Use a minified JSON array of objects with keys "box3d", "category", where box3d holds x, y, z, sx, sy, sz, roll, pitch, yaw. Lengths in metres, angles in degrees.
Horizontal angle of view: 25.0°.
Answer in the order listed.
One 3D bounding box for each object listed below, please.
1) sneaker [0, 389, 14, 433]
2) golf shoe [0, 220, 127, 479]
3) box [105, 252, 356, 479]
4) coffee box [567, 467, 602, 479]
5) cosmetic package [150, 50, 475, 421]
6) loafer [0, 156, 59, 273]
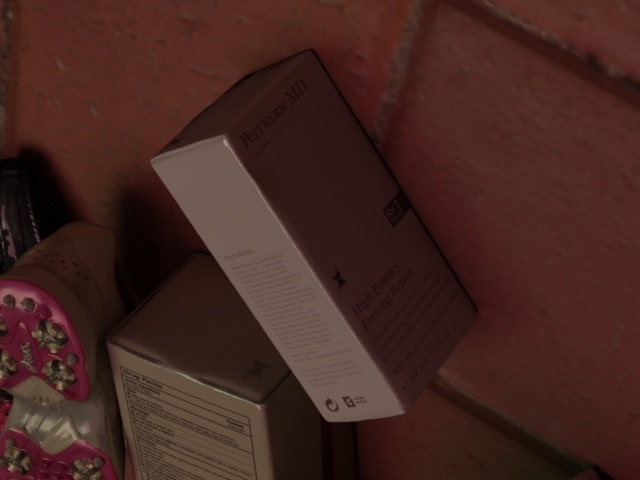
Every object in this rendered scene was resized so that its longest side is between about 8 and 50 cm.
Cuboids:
[{"box3d":[-0.278,0.157,1.397,0.170,0.075,0.063,23,122,-11],"category":"sneaker"},{"box3d":[-0.198,0.118,1.179,0.115,0.140,0.306,15,133,11],"category":"golf shoe"},{"box3d":[-0.065,0.150,1.167,0.149,0.127,0.232,19,134,25],"category":"box"},{"box3d":[0.121,0.433,1.033,0.338,0.334,0.337,52,143,22],"category":"coffee box"},{"box3d":[0.000,0.000,0.996,0.085,0.117,0.231,-15,116,44],"category":"cosmetic package"},{"box3d":[-0.226,0.028,1.241,0.078,0.076,0.223,-11,116,2],"category":"loafer"}]
